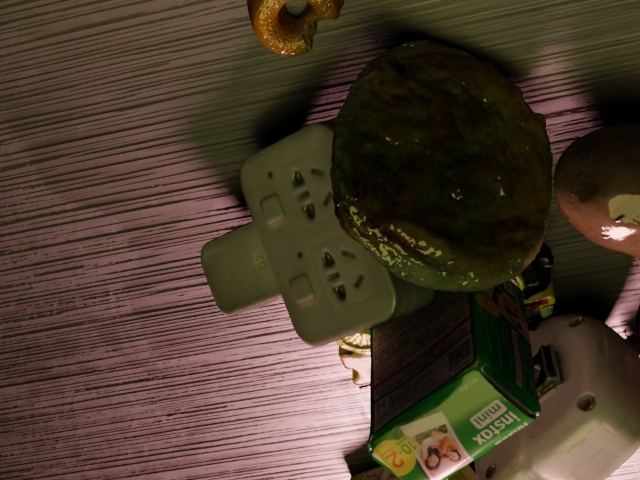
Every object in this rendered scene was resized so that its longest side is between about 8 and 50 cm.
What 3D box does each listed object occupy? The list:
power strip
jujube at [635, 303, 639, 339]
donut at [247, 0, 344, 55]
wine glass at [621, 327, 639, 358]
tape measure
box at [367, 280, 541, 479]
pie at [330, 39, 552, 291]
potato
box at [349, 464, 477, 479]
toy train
[{"bbox_3d":[0.000,0.000,1.720,0.261,0.141,0.229,-24,84,44],"label":"power strip"},{"bbox_3d":[0.492,0.141,1.791,0.255,0.190,0.190,34,125,-12],"label":"jujube"},{"bbox_3d":[-0.031,-0.245,1.611,0.097,0.043,0.108,27,122,-16],"label":"donut"},{"bbox_3d":[0.462,0.206,1.913,0.074,0.074,0.262,-30,118,26],"label":"wine glass"},{"bbox_3d":[0.271,0.202,1.824,0.125,0.243,0.246,34,114,-22],"label":"tape measure"},{"bbox_3d":[0.137,0.138,1.639,0.180,0.250,0.103,-39,114,24],"label":"box"},{"bbox_3d":[0.134,-0.079,1.593,0.277,0.277,0.078,32,160,-19],"label":"pie"},{"bbox_3d":[0.377,-0.050,1.646,0.262,0.165,0.165,20,128,-14],"label":"potato"},{"bbox_3d":[0.173,0.407,2.065,0.175,0.062,0.260,-26,112,34],"label":"box"},{"bbox_3d":[0.144,0.076,1.819,0.296,0.100,0.160,-15,133,15],"label":"toy train"}]
